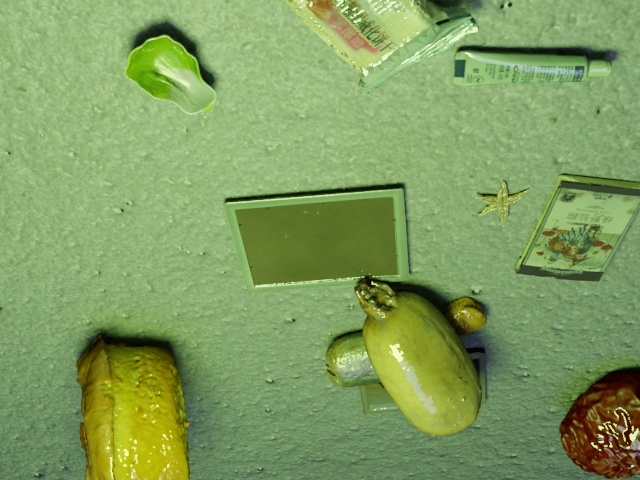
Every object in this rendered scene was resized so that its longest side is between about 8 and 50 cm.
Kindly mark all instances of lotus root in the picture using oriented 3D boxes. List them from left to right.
[{"bbox_3d":[0.102,0.227,1.643,0.192,0.088,0.113,-9,131,-1],"label":"lotus root"},{"bbox_3d":[0.175,0.205,1.529,0.152,0.169,0.342,-8,120,52],"label":"lotus root"}]

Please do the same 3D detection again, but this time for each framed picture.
[{"bbox_3d":[0.000,0.000,1.446,0.296,0.019,0.232,-4,137,4],"label":"framed picture"},{"bbox_3d":[0.211,0.295,1.768,0.266,0.018,0.192,-6,136,6],"label":"framed picture"}]

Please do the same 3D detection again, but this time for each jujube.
[{"bbox_3d":[0.617,0.385,1.746,0.213,0.212,0.232,13,134,-15],"label":"jujube"}]

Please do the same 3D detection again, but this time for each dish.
[{"bbox_3d":[-0.202,-0.233,1.176,0.091,0.039,0.137,-32,130,23],"label":"dish"}]

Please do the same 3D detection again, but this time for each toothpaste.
[{"bbox_3d":[0.294,-0.240,1.178,0.216,0.037,0.062,0,137,5],"label":"toothpaste"}]

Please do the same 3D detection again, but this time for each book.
[{"bbox_3d":[0.440,-0.014,1.432,0.158,0.026,0.231,6,136,-7],"label":"book"}]

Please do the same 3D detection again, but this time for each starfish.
[{"bbox_3d":[0.299,-0.061,1.386,0.086,0.016,0.092,-8,131,10],"label":"starfish"}]

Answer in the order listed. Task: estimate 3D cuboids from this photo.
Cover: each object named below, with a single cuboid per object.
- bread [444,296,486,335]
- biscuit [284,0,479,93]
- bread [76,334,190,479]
[{"bbox_3d":[0.268,0.144,1.584,0.083,0.046,0.081,-7,139,5],"label":"bread"},{"bbox_3d":[0.041,-0.318,1.060,0.186,0.079,0.309,-28,129,29],"label":"biscuit"},{"bbox_3d":[-0.355,0.362,1.609,0.204,0.358,0.336,-3,139,-20],"label":"bread"}]
